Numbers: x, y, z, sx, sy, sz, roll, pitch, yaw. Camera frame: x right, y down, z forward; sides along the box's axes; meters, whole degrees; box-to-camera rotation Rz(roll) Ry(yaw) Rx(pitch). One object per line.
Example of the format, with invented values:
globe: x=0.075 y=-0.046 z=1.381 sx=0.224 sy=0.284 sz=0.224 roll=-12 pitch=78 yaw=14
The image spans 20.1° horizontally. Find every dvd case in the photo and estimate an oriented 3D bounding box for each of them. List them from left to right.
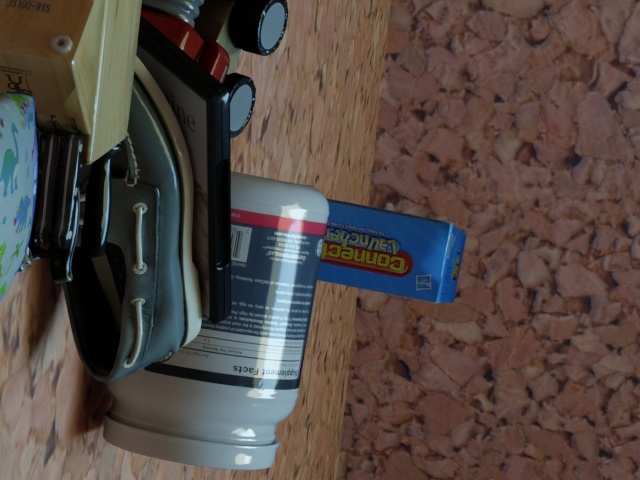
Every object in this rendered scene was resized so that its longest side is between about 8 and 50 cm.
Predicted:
dvd case: x=-0.134 y=-0.070 z=1.474 sx=0.022 sy=0.180 sz=0.253 roll=-29 pitch=143 yaw=-28

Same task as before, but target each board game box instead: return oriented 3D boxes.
board game box: x=0.000 y=0.000 z=2.000 sx=0.308 sy=0.302 sz=0.086 roll=14 pitch=86 yaw=-82

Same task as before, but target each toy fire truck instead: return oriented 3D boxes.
toy fire truck: x=-0.106 y=-0.214 z=1.504 sx=0.217 sy=0.158 sz=0.246 roll=-68 pitch=157 yaw=-8

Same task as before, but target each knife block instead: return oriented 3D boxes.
knife block: x=-0.184 y=-0.115 z=1.297 sx=0.242 sy=0.088 sz=0.276 roll=89 pitch=13 yaw=-60

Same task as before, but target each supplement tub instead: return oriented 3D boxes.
supplement tub: x=-0.104 y=0.069 z=1.735 sx=0.191 sy=0.191 sz=0.272 roll=0 pitch=100 yaw=-82

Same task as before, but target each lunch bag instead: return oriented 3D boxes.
lunch bag: x=-0.226 y=-0.011 z=1.089 sx=0.129 sy=0.096 sz=0.151 roll=-49 pitch=138 yaw=-76

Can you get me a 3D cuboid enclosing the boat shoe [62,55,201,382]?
boat shoe: x=-0.169 y=-0.021 z=1.437 sx=0.099 sy=0.116 sz=0.319 roll=-37 pitch=136 yaw=-33
